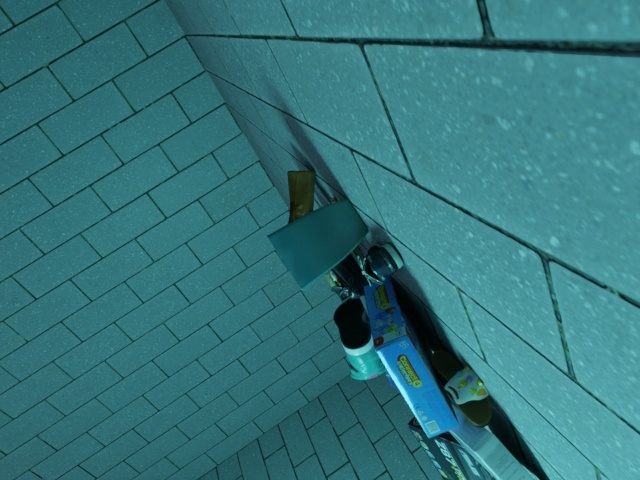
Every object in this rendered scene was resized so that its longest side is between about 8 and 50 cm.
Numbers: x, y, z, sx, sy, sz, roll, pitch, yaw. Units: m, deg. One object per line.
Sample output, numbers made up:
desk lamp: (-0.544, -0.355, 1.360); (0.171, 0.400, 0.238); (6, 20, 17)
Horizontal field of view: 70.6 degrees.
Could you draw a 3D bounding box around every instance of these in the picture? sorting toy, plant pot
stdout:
sorting toy: (0.332, 0.339, 1.051); (0.083, 0.075, 0.045); (52, 173, 44)
plant pot: (0.000, 0.000, 1.226); (0.166, 0.234, 0.166); (57, 174, 0)

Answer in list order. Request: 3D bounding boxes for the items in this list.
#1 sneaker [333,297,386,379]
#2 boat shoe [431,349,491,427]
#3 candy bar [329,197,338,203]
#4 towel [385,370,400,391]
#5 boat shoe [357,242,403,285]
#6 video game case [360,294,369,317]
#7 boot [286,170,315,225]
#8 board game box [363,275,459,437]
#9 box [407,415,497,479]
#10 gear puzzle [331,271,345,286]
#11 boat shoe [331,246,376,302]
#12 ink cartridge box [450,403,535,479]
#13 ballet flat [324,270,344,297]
sneaker: (0.125, 0.300, 1.319); (0.296, 0.123, 0.179); (-91, -19, -71)
boat shoe: (0.347, 0.362, 1.106); (0.207, 0.073, 0.073); (62, 180, 44)
candy bar: (0.071, -0.066, 1.376); (0.162, 0.018, 0.040); (59, 175, -24)
towel: (0.200, 0.406, 1.668); (0.336, 0.040, 0.243); (56, 176, 8)
boat shoe: (0.142, 0.064, 1.143); (0.095, 0.079, 0.254); (57, 175, -1)
video game case: (0.167, 0.237, 1.321); (0.157, 0.019, 0.143); (66, -169, 16)
boot: (-0.024, -0.078, 1.428); (0.264, 0.096, 0.281); (24, 113, 57)
board game box: (0.232, 0.295, 1.204); (0.308, 0.086, 0.302); (59, -168, -20)
box: (0.518, 0.803, 1.582); (0.395, 0.097, 0.318); (58, 155, -7)
gear puzzle: (0.122, 0.170, 1.775); (0.175, 0.044, 0.339); (48, -171, 14)
boat shoe: (0.115, 0.151, 1.534); (0.500, 0.155, 0.187); (55, 173, 8)
ink cartridge box: (0.440, 0.552, 1.131); (0.261, 0.066, 0.296); (46, 174, 3)
ballet flat: (0.123, 0.209, 2.146); (0.349, 0.123, 0.123); (56, 175, 23)
